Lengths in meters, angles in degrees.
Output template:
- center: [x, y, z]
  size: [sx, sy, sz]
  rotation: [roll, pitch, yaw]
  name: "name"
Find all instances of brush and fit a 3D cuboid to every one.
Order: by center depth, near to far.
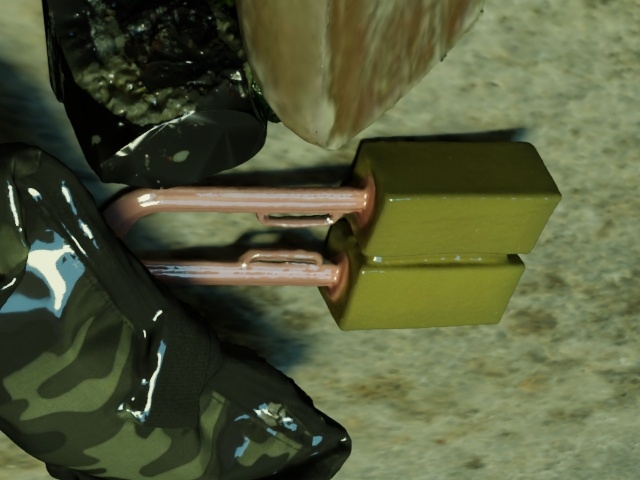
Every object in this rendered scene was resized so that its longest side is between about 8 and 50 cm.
- center: [0.000, 0.000, 0.666]
  size: [0.234, 0.047, 0.103]
  rotation: [-1, 133, -24]
  name: "brush"

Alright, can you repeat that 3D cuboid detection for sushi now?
- center: [-0.059, -0.066, 0.523]
  size: [0.085, 0.083, 0.056]
  rotation: [-14, 138, -17]
  name: "sushi"

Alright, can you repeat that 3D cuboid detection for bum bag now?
- center: [-0.111, 0.058, 0.620]
  size: [0.144, 0.095, 0.340]
  rotation: [-17, 145, 20]
  name: "bum bag"

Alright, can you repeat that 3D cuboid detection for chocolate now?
- center: [0.013, -0.170, 0.447]
  size: [0.157, 0.080, 0.254]
  rotation: [-43, 149, -35]
  name: "chocolate"
